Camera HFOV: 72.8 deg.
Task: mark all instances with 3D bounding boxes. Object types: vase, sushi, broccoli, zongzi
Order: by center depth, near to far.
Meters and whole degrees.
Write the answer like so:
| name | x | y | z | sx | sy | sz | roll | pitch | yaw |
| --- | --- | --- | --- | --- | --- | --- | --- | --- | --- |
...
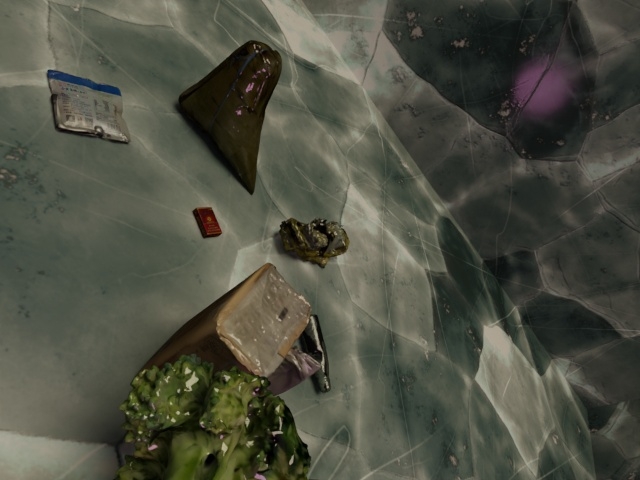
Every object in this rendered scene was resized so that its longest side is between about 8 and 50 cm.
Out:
| name | x | y | z | sx | sy | sz | roll | pitch | yaw |
| --- | --- | --- | --- | --- | --- | --- | --- | --- | --- |
| broccoli | -0.177 | 0.350 | 0.617 | 0.277 | 0.317 | 0.338 | 28 | 47 | 9 |
| vase | -0.010 | 0.312 | 1.200 | 0.060 | 0.060 | 0.211 | 10 | 56 | -47 |
| zongzi | -0.196 | -0.354 | 1.269 | 0.360 | 0.323 | 0.160 | 59 | 27 | -6 |
| sushi | -0.005 | 0.003 | 1.389 | 0.291 | 0.131 | 0.139 | 11 | 54 | -56 |

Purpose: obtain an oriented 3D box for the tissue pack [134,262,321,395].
| name | x | y | z | sx | sy | sz | roll | pitch | yaw |
| --- | --- | --- | --- | --- | --- | --- | --- | --- | --- |
| tissue pack | -0.166 | 0.231 | 0.855 | 0.238 | 0.305 | 0.238 | 31 | 41 | -31 |

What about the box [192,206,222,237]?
| name | x | y | z | sx | sy | sz | roll | pitch | yaw |
| --- | --- | --- | --- | --- | --- | --- | --- | --- | --- |
| box | -0.300 | -0.049 | 1.154 | 0.051 | 0.023 | 0.082 | -9 | 72 | -54 |

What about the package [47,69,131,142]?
| name | x | y | z | sx | sy | sz | roll | pitch | yaw |
| --- | --- | --- | --- | --- | --- | --- | --- | --- | --- |
| package | -0.555 | -0.323 | 1.050 | 0.171 | 0.027 | 0.173 | 1 | 63 | -47 |

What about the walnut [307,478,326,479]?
| name | x | y | z | sx | sy | sz | roll | pitch | yaw |
| --- | --- | --- | --- | --- | --- | --- | --- | --- | --- |
| walnut | 0.001 | 0.610 | 0.795 | 0.313 | 0.277 | 0.252 | 61 | 25 | 6 |
